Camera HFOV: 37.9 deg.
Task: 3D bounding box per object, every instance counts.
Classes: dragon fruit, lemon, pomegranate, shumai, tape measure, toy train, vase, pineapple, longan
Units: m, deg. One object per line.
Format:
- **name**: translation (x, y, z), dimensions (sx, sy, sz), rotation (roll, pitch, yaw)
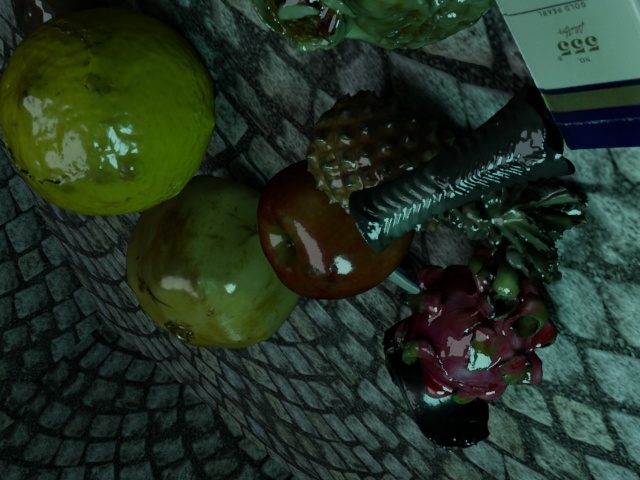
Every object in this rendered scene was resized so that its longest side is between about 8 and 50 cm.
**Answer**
- **dragon fruit**: translation (0.227, 0.111, 1.279), dimensions (0.273, 0.198, 0.218), rotation (-41, 79, 42)
- **lemon**: translation (-0.343, -0.210, 1.558), dimensions (0.350, 0.387, 0.349), rotation (1, 92, 30)
- **pomegranate**: translation (-0.191, 0.037, 1.732), dimensions (0.333, 0.332, 0.332), rotation (39, 155, 22)
- **shumai**: translation (0.039, -0.267, 0.974), dimensions (0.256, 0.218, 0.189), rotation (9, 126, 56)
- **tape measure**: translation (0.183, 0.221, 1.501), dimensions (0.222, 0.135, 0.202), rotation (58, -170, -26)
- **toy train**: translation (0.089, 0.004, 1.497), dimensions (0.252, 0.055, 0.048), rotation (38, 145, 22)
- **vase**: translation (0.149, -0.072, 1.037), dimensions (0.237, 0.115, 0.115), rotation (-27, 108, 21)
- **pineapple**: translation (0.151, -0.059, 1.159), dimensions (0.361, 0.175, 0.175), rotation (34, 153, 23)
- **longan**: translation (-0.460, -0.417, 1.652), dimensions (0.167, 0.167, 0.187), rotation (16, 96, 52)

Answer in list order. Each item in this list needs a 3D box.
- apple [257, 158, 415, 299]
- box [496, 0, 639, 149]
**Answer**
- **apple**: translation (0.025, -0.024, 1.376), dimensions (0.230, 0.230, 0.230), rotation (39, 155, 22)
- **box**: translation (0.255, -0.205, 0.859), dimensions (0.168, 0.071, 0.259), rotation (6, 133, 58)
